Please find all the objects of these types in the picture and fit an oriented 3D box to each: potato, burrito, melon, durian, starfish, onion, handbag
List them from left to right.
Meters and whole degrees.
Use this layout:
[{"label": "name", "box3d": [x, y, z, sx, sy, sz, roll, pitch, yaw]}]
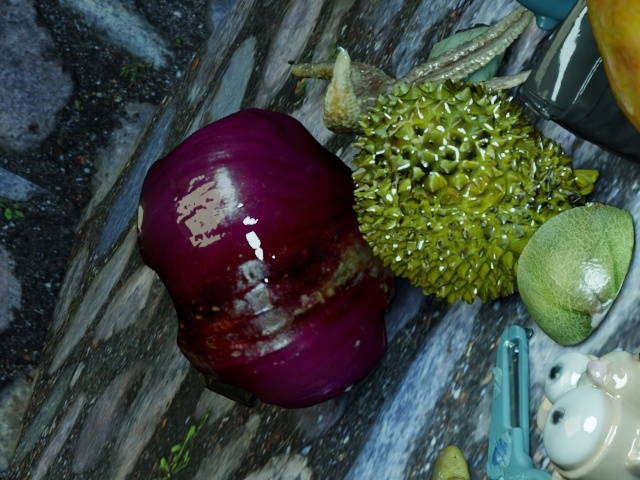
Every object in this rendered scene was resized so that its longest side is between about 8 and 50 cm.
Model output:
[{"label": "onion", "box3d": [0.000, 0.000, 2.219, 0.420, 0.398, 0.398, -21, 37, 23]}, {"label": "starfish", "box3d": [0.107, -0.221, 2.230, 0.384, 0.132, 0.398, -20, 9, 17]}, {"label": "potato", "box3d": [0.140, 0.261, 1.875, 0.046, 0.045, 0.092, -20, 33, 10]}, {"label": "burrito", "box3d": [0.175, -0.182, 2.334, 0.144, 0.089, 0.229, -21, 39, 52]}, {"label": "durian", "box3d": [0.162, -0.057, 1.961, 0.293, 0.258, 0.258, 39, 106, 32]}, {"label": "melon", "box3d": [0.260, 0.036, 1.799, 0.160, 0.079, 0.128, -56, 20, 19]}, {"label": "handbag", "box3d": [0.333, -0.200, 1.719, 0.080, 0.223, 0.247, 42, 106, 42]}]

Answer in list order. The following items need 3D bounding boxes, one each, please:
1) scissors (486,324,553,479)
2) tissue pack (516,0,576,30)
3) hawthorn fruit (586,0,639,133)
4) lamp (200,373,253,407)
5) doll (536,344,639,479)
[{"label": "scissors", "box3d": [0.196, 0.229, 1.781, 0.180, 0.032, 0.393, -48, 23, 39]}, {"label": "tissue pack", "box3d": [0.286, -0.402, 2.155, 0.206, 0.198, 0.287, -51, 23, 22]}, {"label": "hawthorn fruit", "box3d": [0.375, -0.198, 1.544, 0.277, 0.277, 0.298, -60, -10, 9]}, {"label": "lamp", "box3d": [-0.069, 0.093, 2.641, 0.325, 0.090, 0.089, -60, 19, 13]}, {"label": "doll", "box3d": [0.296, 0.113, 1.534, 0.278, 0.119, 0.154, -53, 23, 15]}]
